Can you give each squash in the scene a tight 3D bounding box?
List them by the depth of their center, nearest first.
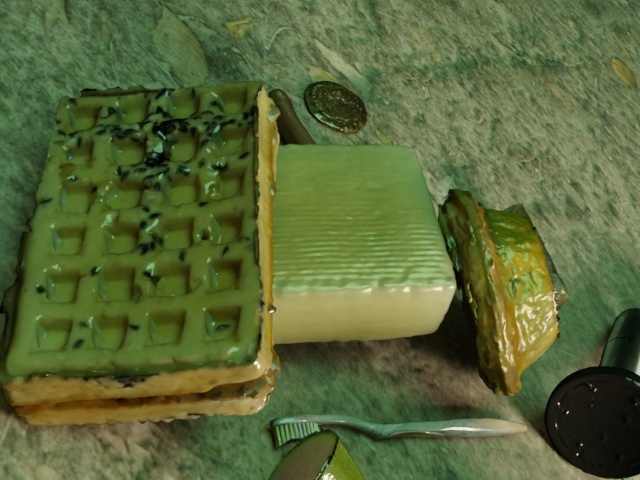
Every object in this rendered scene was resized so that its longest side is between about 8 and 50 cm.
[{"bbox_3d":[0.022,0.278,0.980,0.132,0.105,0.105,46,40,-13],"label":"squash"}]

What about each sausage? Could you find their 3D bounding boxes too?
[{"bbox_3d":[-0.025,-0.140,1.336,0.043,0.043,0.186,-14,62,-42],"label":"sausage"}]

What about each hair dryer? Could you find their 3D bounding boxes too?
[{"bbox_3d":[0.495,0.190,1.269,0.320,0.284,0.155,-32,119,-50],"label":"hair dryer"}]

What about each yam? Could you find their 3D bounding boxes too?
[{"bbox_3d":[0.306,0.027,1.399,0.078,0.078,0.179,5,52,-32],"label":"yam"}]

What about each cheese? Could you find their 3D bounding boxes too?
[{"bbox_3d":[0.000,0.000,1.116,0.265,0.124,0.242,-1,55,-13],"label":"cheese"}]

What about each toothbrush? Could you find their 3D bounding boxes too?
[{"bbox_3d":[0.106,0.225,1.120,0.375,0.028,0.037,6,57,-31],"label":"toothbrush"}]

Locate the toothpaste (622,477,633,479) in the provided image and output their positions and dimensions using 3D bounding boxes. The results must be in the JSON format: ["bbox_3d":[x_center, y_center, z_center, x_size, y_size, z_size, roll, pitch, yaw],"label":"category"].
[{"bbox_3d":[0.444,0.270,1.318,0.057,0.035,0.197,33,40,19],"label":"toothpaste"}]

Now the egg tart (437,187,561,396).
[{"bbox_3d":[0.224,0.064,1.178,0.118,0.288,0.288,-14,55,2],"label":"egg tart"}]

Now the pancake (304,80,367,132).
[{"bbox_3d":[0.025,-0.210,1.453,0.115,0.011,0.115,19,45,-21],"label":"pancake"}]

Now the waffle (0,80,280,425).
[{"bbox_3d":[-0.167,-0.002,0.964,0.261,0.114,0.376,-5,52,7],"label":"waffle"}]
